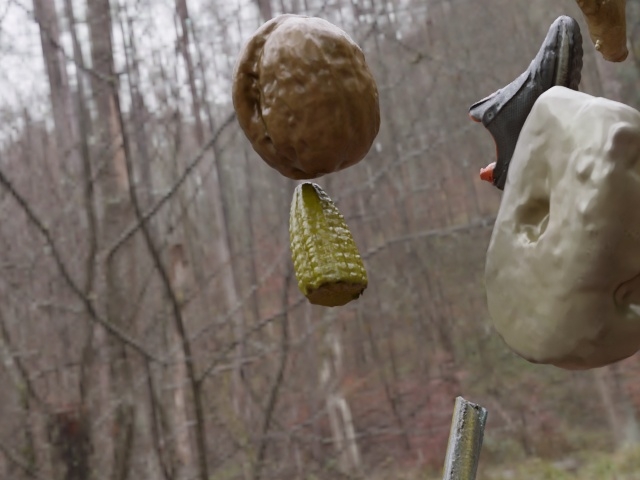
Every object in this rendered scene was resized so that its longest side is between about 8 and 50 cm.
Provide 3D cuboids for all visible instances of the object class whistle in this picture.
[{"bbox_3d":[0.248,0.433,2.044,0.068,0.326,0.057,24,-35,-12],"label":"whistle"}]

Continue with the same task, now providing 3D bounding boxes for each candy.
[{"bbox_3d":[0.000,0.000,1.756,0.106,0.199,0.094,3,-31,-35],"label":"candy"}]

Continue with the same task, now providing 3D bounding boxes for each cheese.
[{"bbox_3d":[0.281,0.015,1.080,0.251,0.248,0.173,20,7,-30],"label":"cheese"}]

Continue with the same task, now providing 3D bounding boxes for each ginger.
[{"bbox_3d":[0.521,-0.561,2.232,0.363,0.348,0.122,24,-26,-28],"label":"ginger"}]

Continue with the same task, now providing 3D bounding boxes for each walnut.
[{"bbox_3d":[-0.018,-0.225,1.753,0.257,0.257,0.224,-4,-1,-25],"label":"walnut"}]

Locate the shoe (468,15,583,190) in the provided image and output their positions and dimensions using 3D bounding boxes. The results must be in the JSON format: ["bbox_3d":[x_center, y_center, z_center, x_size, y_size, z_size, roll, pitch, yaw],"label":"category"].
[{"bbox_3d":[0.351,-0.237,1.996,0.171,0.336,0.132,16,21,17],"label":"shoe"}]
